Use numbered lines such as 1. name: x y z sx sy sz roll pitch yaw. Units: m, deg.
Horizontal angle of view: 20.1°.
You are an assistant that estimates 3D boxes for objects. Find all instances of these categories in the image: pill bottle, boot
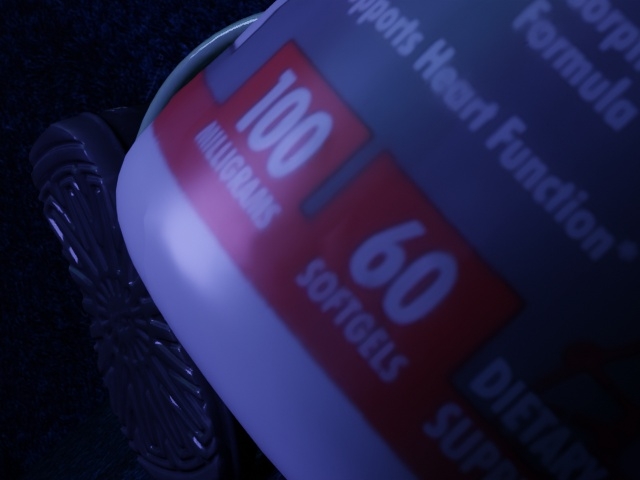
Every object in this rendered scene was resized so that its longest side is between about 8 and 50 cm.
1. pill bottle: 0.142 -0.064 0.459 0.363 0.210 0.210 -44 6 6
2. boot: 0.000 -0.002 1.633 0.445 0.367 0.146 -24 10 -37

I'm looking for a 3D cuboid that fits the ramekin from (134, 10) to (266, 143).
1. ramekin: 0.018 -0.036 1.388 0.303 0.303 0.148 -41 0 19
